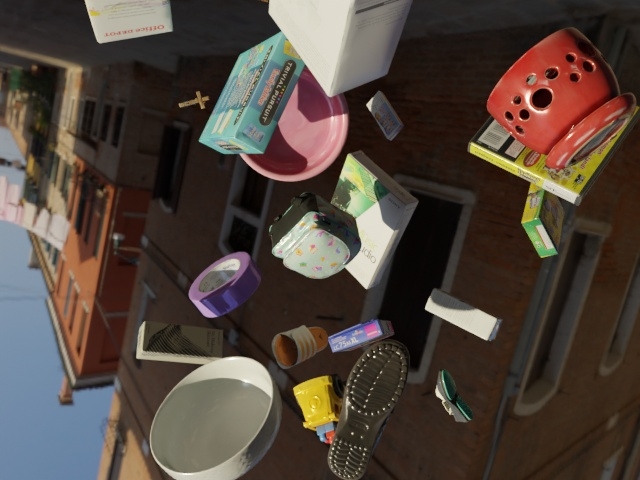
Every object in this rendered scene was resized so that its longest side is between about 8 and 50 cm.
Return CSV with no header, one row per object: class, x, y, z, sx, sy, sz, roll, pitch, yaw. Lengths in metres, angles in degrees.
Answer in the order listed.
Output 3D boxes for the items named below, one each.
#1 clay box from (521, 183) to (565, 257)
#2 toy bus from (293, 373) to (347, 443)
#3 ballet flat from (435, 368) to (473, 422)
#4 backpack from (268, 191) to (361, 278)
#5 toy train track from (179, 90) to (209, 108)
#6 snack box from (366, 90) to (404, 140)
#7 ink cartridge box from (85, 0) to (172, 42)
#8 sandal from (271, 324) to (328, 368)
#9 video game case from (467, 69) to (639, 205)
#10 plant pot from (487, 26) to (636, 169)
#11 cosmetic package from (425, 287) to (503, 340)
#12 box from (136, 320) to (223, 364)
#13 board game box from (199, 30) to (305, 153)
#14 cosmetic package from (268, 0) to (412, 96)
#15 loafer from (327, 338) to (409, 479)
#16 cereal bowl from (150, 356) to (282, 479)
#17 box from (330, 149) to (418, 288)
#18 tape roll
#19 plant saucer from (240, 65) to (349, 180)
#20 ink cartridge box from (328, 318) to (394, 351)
clay box,0.612,-0.074,1.578,0.053,0.127,0.222,-16,-150,40
toy bus,0.032,0.554,1.848,0.149,0.211,0.220,-25,147,15
ballet flat,0.407,0.495,1.831,0.203,0.074,0.074,56,179,-13
backpack,0.000,0.000,1.322,0.188,0.166,0.144,21,-146,-37
toy train track,-0.347,-0.380,1.590,0.083,0.048,0.014,-19,-175,-16
snack box,0.205,-0.399,1.843,0.022,0.064,0.178,18,-143,-41
ink cartridge box,-0.421,-0.567,1.218,0.171,0.168,0.233,-15,162,-16
sandal,-0.041,0.291,1.690,0.076,0.102,0.265,-31,169,32
video game case,0.486,-0.230,1.200,0.248,0.275,0.035,33,159,24
plant pot,0.407,-0.227,0.977,0.191,0.191,0.174,0,-128,-58
cosmetic package,0.477,0.244,1.924,0.231,0.085,0.117,24,-177,28
box,-0.477,0.352,1.976,0.275,0.113,0.094,9,150,-25
board game box,-0.163,-0.332,1.358,0.079,0.254,0.336,26,177,-25
cosmetic package,0.028,-0.411,0.971,0.138,0.224,0.225,-26,161,-20
loafer,0.119,0.413,1.464,0.133,0.366,0.130,25,-174,13
cereal bowl,-0.242,0.462,1.445,0.339,0.141,0.339,-17,-144,13
box,0.121,-0.053,1.610,0.058,0.322,0.232,-20,-127,-39
tape roll,-0.359,0.164,2.194,0.090,0.275,0.275,57,167,-26
plant saucer,-0.088,-0.335,1.625,0.332,0.332,0.084,11,-167,-13
ink cartridge box,0.142,0.332,2.017,0.185,0.065,0.311,-23,163,11
